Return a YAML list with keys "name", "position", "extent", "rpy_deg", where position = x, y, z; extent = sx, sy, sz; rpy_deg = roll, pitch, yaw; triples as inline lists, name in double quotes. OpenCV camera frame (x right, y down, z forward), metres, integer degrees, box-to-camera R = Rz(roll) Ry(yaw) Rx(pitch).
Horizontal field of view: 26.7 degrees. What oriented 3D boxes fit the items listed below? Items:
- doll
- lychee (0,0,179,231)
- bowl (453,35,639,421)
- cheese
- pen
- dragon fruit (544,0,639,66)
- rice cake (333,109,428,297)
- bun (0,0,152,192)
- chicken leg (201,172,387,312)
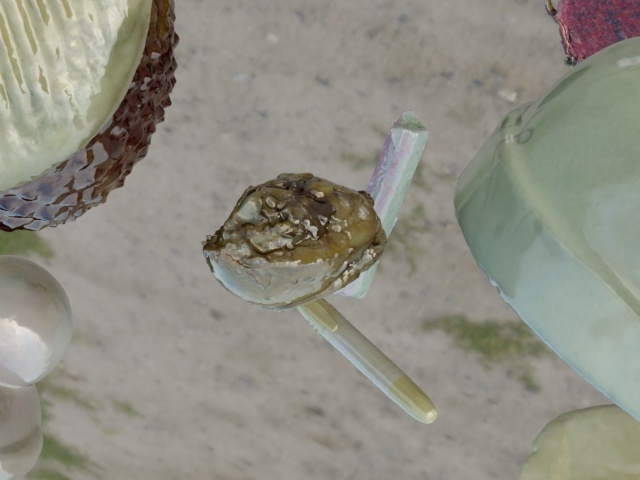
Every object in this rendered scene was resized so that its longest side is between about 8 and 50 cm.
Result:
- name: "doll"
  position: [-0.334, 0.120, 1.291]
  extent: [0.221, 0.251, 0.221]
  rpy_deg: [4, 108, 12]
- name: "lychee"
  position: [-0.218, -0.135, 0.968]
  extent: [0.260, 0.261, 0.261]
  rpy_deg: [21, 151, 12]
- name: "bowl"
  position: [0.242, -0.005, 0.744]
  extent: [0.307, 0.307, 0.163]
  rpy_deg: [31, 117, -6]
- name: "cheese"
  position: [0.315, 0.241, 1.316]
  extent: [0.263, 0.159, 0.093]
  rpy_deg: [-4, 148, 38]
- name: "pen"
  position: [0.040, 0.111, 1.365]
  extent: [0.233, 0.032, 0.040]
  rpy_deg: [40, 177, 43]
- name: "dragon fruit"
  position: [0.356, -0.274, 1.612]
  extent: [0.147, 0.096, 0.102]
  rpy_deg: [-14, 115, 31]
- name: "rice cake"
  position: [0.075, -0.045, 1.890]
  extent: [0.051, 0.081, 0.290]
  rpy_deg: [37, 120, 32]
- name: "bun"
  position: [-0.199, -0.132, 0.740]
  extent: [0.210, 0.237, 0.116]
  rpy_deg: [58, -179, -26]
- name: "chicken leg"
  position: [0.002, 0.002, 0.760]
  extent: [0.069, 0.085, 0.198]
  rpy_deg: [47, -168, 12]
